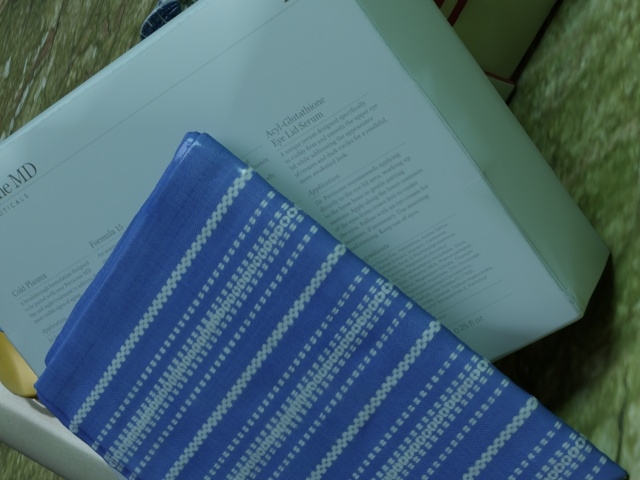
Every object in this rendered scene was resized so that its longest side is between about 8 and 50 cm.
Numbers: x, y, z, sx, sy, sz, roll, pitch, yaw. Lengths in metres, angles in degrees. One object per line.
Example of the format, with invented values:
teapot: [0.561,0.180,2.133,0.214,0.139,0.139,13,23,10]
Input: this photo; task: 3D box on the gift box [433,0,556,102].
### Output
gift box: [0.051,-0.221,1.264,0.258,0.276,0.255,-59,40,17]

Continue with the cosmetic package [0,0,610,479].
cosmetic package: [-0.047,-0.005,1.143,0.377,0.284,0.097,-30,14,32]

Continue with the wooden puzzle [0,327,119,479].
wooden puzzle: [-0.154,0.062,1.501,0.322,0.080,0.348,23,96,34]

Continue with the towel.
towel: [-0.008,0.114,1.098,0.243,0.336,0.040,-55,-7,31]

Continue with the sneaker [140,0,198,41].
sneaker: [-0.156,-0.271,1.968,0.135,0.052,0.058,-49,22,25]
